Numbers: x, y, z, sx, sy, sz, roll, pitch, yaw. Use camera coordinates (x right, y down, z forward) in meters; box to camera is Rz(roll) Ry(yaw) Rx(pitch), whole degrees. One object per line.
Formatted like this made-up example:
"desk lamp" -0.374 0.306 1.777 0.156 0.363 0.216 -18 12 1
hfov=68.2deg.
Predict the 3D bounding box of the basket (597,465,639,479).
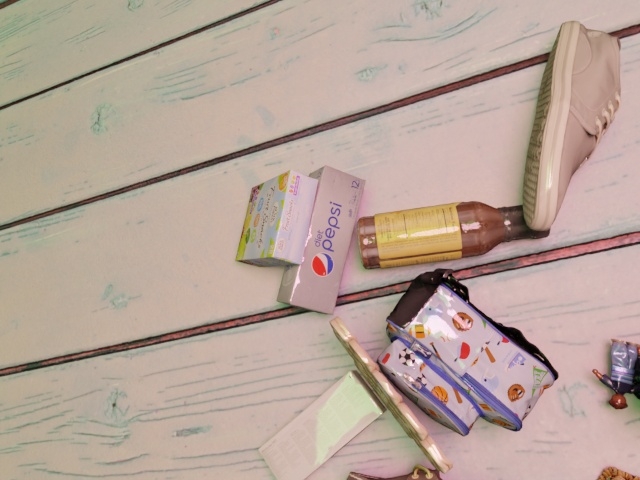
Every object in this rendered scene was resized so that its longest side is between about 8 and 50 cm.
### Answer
"basket" 0.536 0.530 0.677 0.299 0.223 0.213 17 115 21

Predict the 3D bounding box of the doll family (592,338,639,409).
"doll family" 0.546 0.230 0.763 0.193 0.076 0.111 9 84 25

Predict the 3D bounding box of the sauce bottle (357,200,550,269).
"sauce bottle" 0.246 -0.015 0.897 0.344 0.111 0.111 -6 75 9

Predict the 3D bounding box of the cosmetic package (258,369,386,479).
"cosmetic package" 0.004 0.363 0.906 0.239 0.060 0.099 -41 70 4

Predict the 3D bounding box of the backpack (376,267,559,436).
"backpack" 0.228 0.196 0.777 0.263 0.276 0.213 31 85 14

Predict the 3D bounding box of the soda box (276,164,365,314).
"soda box" 0.000 0.000 0.964 0.098 0.091 0.286 17 80 -21

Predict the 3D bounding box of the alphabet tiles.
"alphabet tiles" 0.110 0.253 0.788 0.021 0.278 0.284 -36 68 -8

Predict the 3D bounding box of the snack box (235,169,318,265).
"snack box" -0.095 -0.037 0.973 0.207 0.070 0.174 -9 68 59

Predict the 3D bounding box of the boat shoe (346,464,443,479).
"boat shoe" 0.197 0.439 0.800 0.324 0.116 0.097 9 75 16

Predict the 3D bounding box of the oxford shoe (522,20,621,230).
"oxford shoe" 0.446 -0.212 0.826 0.130 0.169 0.449 17 65 14
